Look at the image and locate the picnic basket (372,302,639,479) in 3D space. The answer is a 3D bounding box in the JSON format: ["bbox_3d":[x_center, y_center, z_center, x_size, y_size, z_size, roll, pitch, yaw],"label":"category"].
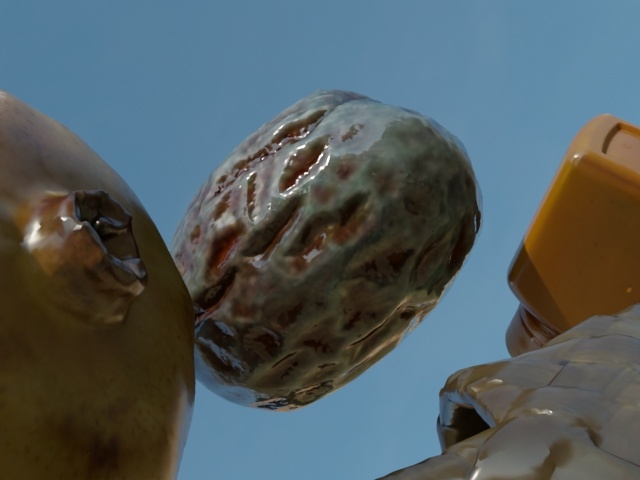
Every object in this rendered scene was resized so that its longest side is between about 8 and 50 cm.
[{"bbox_3d":[0.093,0.219,0.489,0.337,0.337,0.293,-27,-64,-28],"label":"picnic basket"}]

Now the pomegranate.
[{"bbox_3d":[-0.263,0.079,0.683,0.416,0.416,0.417,-21,-54,-32],"label":"pomegranate"}]

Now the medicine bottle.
[{"bbox_3d":[0.248,0.022,0.878,0.112,0.149,0.222,-44,-21,-51],"label":"medicine bottle"}]

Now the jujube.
[{"bbox_3d":[0.007,0.006,0.901,0.308,0.215,0.246,-49,-19,28],"label":"jujube"}]
